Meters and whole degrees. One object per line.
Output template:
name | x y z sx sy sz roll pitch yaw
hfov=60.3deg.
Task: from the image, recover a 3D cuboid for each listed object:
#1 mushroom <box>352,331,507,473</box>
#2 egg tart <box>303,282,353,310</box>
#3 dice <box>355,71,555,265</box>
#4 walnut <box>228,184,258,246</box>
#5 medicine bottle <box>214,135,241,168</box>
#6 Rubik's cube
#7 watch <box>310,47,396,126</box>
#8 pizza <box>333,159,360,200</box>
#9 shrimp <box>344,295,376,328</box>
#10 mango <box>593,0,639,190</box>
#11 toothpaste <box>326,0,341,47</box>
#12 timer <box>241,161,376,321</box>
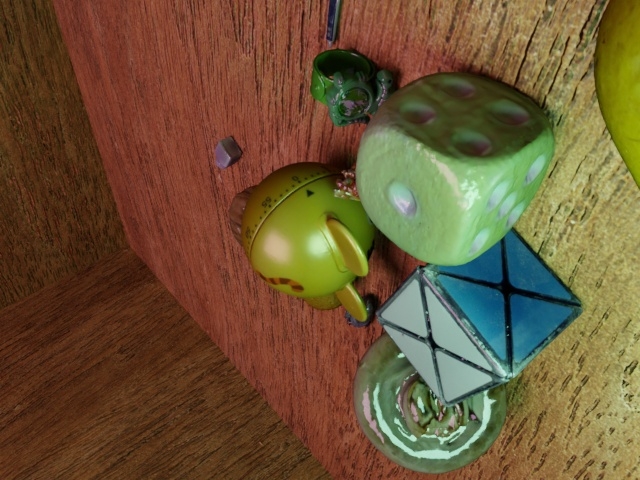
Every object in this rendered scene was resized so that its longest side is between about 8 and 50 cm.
mushroom | 0.254 0.367 1.285 0.362 0.362 0.294 57 -176 3
egg tart | 0.008 0.098 1.599 0.215 0.215 0.170 29 155 41
dice | 0.226 -0.125 0.969 0.252 0.250 0.254 41 148 29
walnut | -0.163 -0.057 1.687 0.261 0.225 0.224 28 140 34
medicine bottle | -0.316 -0.289 1.854 0.074 0.055 0.118 55 150 3
Rubik's cube | 0.306 0.143 1.111 0.260 0.259 0.254 54 150 14
watch | 0.064 -0.330 1.167 0.131 0.166 0.151 96 158 -50
pizza | 0.124 -0.130 1.192 0.200 0.193 0.053 57 176 -10
shrimp | 0.113 0.231 1.682 0.090 0.079 0.233 18 154 -5
mango | 0.467 -0.144 0.617 0.302 0.221 0.444 20 137 45
toothpaste | 0.027 -0.477 1.175 0.037 0.021 0.139 42 146 28
timer | 0.000 0.000 1.352 0.387 0.376 0.376 46 149 29
